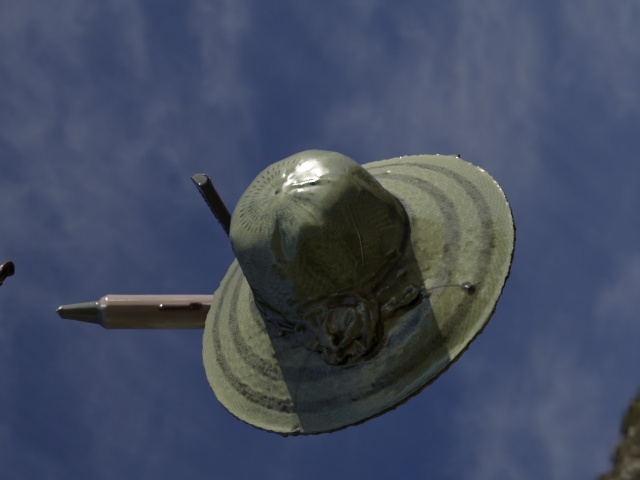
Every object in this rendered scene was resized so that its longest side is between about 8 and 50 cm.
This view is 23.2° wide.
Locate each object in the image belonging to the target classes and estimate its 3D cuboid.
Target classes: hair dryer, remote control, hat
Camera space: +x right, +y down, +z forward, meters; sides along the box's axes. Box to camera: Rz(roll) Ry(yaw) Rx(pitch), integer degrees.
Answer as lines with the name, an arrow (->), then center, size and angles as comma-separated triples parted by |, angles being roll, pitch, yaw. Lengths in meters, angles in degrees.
hair dryer -> -0.135, 0.050, 1.511 | 0.054, 0.220, 0.195 | 103, 179, -69
remote control -> -0.086, -0.021, 1.392 | 0.016, 0.034, 0.091 | -35, -61, -9
hat -> 0.000, 0.000, 1.063 | 0.110, 0.252, 0.252 | 51, -121, -39

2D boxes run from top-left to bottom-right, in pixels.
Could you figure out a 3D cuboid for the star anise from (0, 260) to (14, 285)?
star anise -> -0.204, 0.063, 0.746 | 0.191, 0.097, 0.070 | -56, -13, -58
